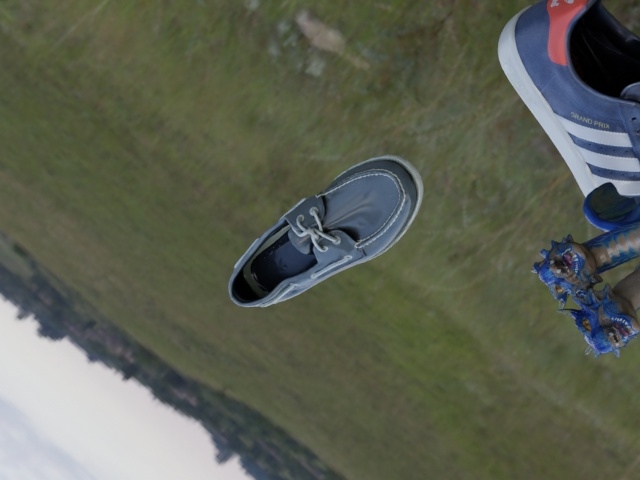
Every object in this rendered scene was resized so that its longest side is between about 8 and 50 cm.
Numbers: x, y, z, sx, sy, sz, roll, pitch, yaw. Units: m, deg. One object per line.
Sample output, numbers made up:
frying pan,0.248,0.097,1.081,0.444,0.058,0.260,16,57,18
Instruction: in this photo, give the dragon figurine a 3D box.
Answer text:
dragon figurine,0.230,-0.010,0.693,0.085,0.144,0.289,62,-153,-1

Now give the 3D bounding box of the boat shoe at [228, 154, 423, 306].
boat shoe,0.000,0.000,1.350,0.319,0.099,0.116,-33,90,36

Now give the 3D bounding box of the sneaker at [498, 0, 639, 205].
sneaker,0.342,-0.119,1.106,0.350,0.131,0.148,47,150,-11
